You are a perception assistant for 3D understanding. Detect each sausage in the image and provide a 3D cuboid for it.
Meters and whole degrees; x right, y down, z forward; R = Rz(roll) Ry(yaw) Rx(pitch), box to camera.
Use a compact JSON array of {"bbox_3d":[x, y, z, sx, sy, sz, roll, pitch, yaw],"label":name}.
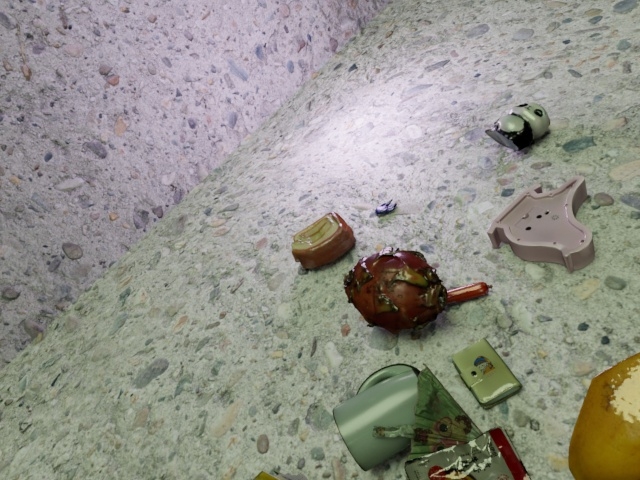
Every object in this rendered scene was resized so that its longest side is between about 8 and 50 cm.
[{"bbox_3d":[0.412,0.146,1.387,0.146,0.050,0.048,-19,-2,21],"label":"sausage"}]

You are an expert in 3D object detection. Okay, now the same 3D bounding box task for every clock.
[{"bbox_3d":[0.669,-0.057,1.386,0.290,0.080,0.275,-45,38,-11],"label":"clock"}]

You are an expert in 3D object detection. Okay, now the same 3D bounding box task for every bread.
[{"bbox_3d":[0.004,0.007,1.795,0.244,0.123,0.190,-36,38,0],"label":"bread"}]

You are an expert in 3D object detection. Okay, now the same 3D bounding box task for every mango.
[{"bbox_3d":[0.603,0.328,0.926,0.350,0.201,0.199,-49,11,-5],"label":"mango"}]

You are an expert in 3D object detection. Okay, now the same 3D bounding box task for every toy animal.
[{"bbox_3d":[0.690,-0.402,1.701,0.179,0.138,0.166,-39,53,3],"label":"toy animal"}]

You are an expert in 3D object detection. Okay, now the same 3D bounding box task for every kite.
[{"bbox_3d":[0.249,0.439,1.092,0.268,0.013,0.322,9,89,0],"label":"kite"}]

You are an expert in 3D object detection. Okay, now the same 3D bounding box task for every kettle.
[{"bbox_3d":[0.164,0.405,1.202,0.237,0.161,0.221,-32,27,3],"label":"kettle"}]

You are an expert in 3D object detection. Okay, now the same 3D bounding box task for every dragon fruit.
[{"bbox_3d":[0.218,0.138,1.400,0.315,0.250,0.250,-26,34,42],"label":"dragon fruit"}]

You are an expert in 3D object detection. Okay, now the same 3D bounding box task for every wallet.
[{"bbox_3d":[0.401,0.325,1.203,0.110,0.039,0.155,-29,37,2],"label":"wallet"}]

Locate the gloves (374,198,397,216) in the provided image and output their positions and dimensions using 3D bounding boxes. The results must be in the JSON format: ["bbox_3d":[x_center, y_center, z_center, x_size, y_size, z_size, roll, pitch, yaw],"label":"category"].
[{"bbox_3d":[0.243,-0.123,1.831,0.086,0.026,0.064,-24,36,15],"label":"gloves"}]

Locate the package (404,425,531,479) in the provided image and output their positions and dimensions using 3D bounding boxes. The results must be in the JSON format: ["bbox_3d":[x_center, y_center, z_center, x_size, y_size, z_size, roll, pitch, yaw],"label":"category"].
[{"bbox_3d":[0.313,0.508,1.043,0.239,0.030,0.154,-24,63,5],"label":"package"}]

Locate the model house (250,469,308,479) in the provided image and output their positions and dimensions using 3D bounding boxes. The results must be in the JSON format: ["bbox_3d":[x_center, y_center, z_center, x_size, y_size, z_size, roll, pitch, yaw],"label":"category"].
[{"bbox_3d":[-0.035,0.611,1.150,0.219,0.207,0.136,-1,11,38],"label":"model house"}]
